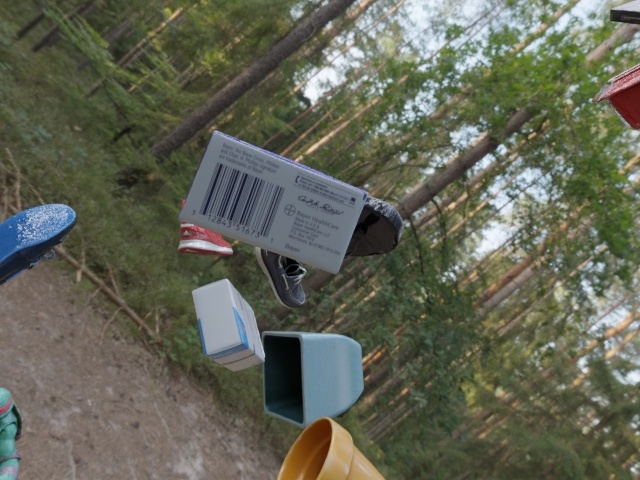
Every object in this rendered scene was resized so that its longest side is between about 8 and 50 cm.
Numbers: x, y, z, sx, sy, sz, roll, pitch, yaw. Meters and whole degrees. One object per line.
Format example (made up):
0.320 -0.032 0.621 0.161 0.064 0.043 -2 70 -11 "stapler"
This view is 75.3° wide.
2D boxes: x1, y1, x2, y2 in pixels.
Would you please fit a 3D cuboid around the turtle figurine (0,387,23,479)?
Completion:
-0.439 0.258 0.522 0.175 0.234 0.118 35 27 5 "turtle figurine"

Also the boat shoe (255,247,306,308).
-0.065 0.073 0.861 0.075 0.065 0.206 -77 152 -44 "boat shoe"

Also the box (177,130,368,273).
-0.044 -0.033 0.366 0.126 0.072 0.137 20 2 -14 "box"

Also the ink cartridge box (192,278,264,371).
-0.189 0.185 0.876 0.190 0.082 0.139 80 -10 -62 "ink cartridge box"

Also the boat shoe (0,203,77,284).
-0.626 0.017 0.847 0.109 0.258 0.089 42 -34 12 "boat shoe"

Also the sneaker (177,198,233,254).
-0.256 -0.031 0.957 0.221 0.087 0.128 68 21 -85 "sneaker"

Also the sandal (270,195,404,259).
0.000 0.001 0.561 0.255 0.054 0.097 -8 -46 43 "sandal"

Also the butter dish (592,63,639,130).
0.494 -0.206 0.590 0.118 0.160 0.160 61 34 -3 "butter dish"

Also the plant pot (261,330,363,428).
-0.010 0.397 1.263 0.252 0.247 0.248 4 -11 -34 "plant pot"

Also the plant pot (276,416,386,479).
0.036 0.514 0.869 0.188 0.205 0.205 38 0 -8 "plant pot"

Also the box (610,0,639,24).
0.675 -0.459 0.799 0.116 0.162 0.029 -82 156 -59 "box"
